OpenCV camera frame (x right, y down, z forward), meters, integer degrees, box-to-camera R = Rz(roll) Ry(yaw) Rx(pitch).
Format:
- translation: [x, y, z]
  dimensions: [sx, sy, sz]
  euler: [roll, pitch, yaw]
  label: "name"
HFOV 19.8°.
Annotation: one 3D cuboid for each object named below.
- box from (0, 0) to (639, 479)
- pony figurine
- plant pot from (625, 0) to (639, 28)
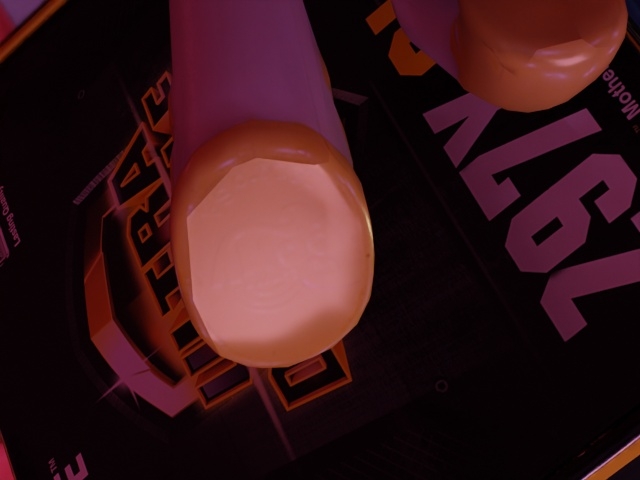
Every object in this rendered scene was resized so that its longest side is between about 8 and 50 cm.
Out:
- translation: [0.000, 0.000, 0.628]
  dimensions: [0.257, 0.322, 0.079]
  euler: [-39, 138, 13]
  label: "box"
- translation: [-0.026, -0.198, 0.454]
  dimensions: [0.302, 0.363, 0.351]
  euler: [-10, 120, -8]
  label: "pony figurine"
- translation: [0.114, 0.010, 0.773]
  dimensions: [0.212, 0.236, 0.236]
  euler: [25, 118, -33]
  label: "plant pot"
